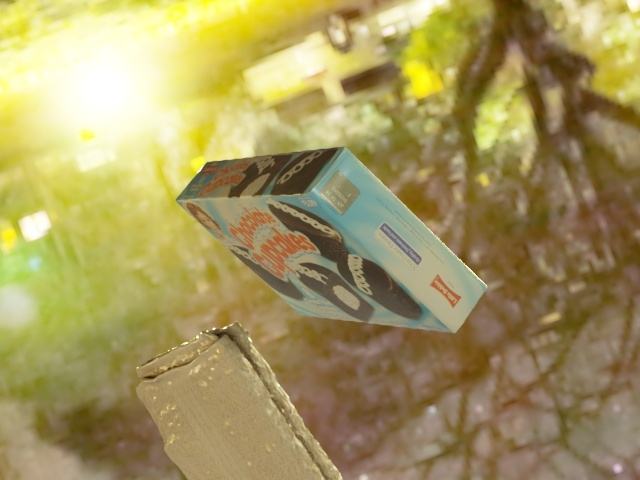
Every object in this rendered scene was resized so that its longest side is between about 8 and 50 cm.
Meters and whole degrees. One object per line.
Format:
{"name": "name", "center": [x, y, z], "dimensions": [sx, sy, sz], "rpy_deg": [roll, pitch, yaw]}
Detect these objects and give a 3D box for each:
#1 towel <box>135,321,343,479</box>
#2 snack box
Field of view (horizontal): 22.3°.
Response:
{"name": "towel", "center": [-0.075, 0.226, 1.698], "dimensions": [0.049, 0.282, 0.187], "rpy_deg": [-38, -175, -42]}
{"name": "snack box", "center": [0.000, 0.000, 1.513], "dimensions": [0.060, 0.187, 0.322], "rpy_deg": [-52, -161, -16]}
